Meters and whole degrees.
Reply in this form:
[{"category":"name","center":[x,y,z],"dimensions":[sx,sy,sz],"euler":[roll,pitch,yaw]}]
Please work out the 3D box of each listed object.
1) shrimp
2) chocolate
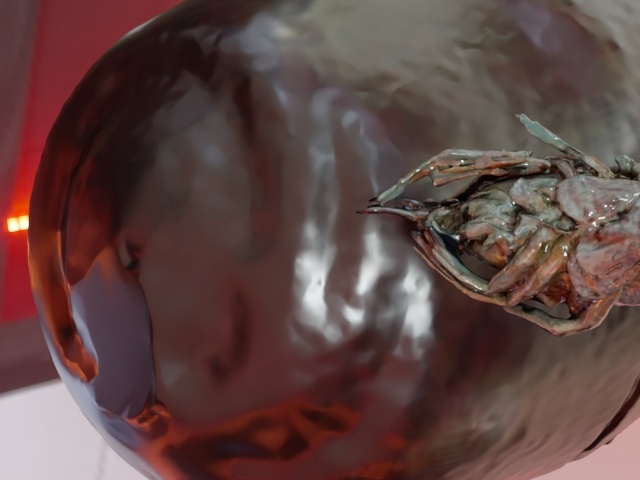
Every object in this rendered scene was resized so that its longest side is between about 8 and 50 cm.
[{"category":"shrimp","center":[0.094,-0.006,0.757],"dimensions":[0.190,0.073,0.075],"euler":[13,64,38]},{"category":"chocolate","center":[0.000,0.000,1.007],"dimensions":[0.383,0.331,0.384],"euler":[24,122,45]}]
